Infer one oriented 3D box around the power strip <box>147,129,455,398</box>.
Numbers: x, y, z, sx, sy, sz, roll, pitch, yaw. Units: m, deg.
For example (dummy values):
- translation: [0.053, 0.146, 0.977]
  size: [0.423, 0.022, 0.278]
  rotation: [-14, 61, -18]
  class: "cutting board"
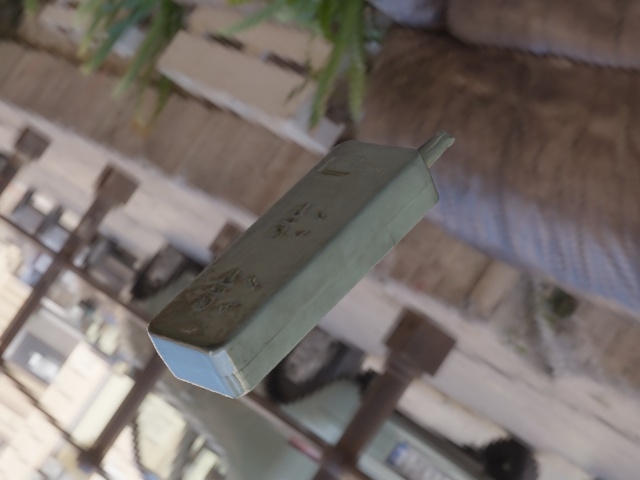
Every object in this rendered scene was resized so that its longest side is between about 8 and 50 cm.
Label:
- translation: [0.000, 0.000, 1.209]
  size: [0.093, 0.288, 0.053]
  rotation: [11, 137, 48]
  class: "power strip"
